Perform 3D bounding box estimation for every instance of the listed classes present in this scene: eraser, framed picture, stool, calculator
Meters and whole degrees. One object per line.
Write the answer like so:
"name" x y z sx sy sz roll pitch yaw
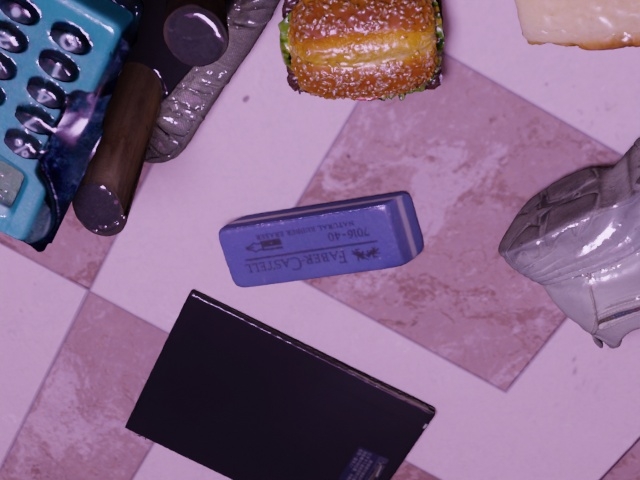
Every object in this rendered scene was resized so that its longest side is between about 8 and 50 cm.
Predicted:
"eraser" 0.000 0.000 1.310 0.225 0.036 0.082 -8 116 17
"framed picture" -0.058 0.228 1.470 0.339 0.014 0.255 26 122 -3
"stool" -0.237 -0.214 1.129 0.310 0.226 0.310 32 120 -5
"calculator" -0.305 -0.144 1.021 0.248 0.058 0.274 30 120 -6

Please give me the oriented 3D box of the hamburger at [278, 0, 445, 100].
"hamburger" 0.040 -0.201 1.142 0.166 0.087 0.137 -2 111 5

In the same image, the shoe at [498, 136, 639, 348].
"shoe" 0.376 -0.004 1.177 0.342 0.132 0.210 -28 114 29

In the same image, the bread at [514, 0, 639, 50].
"bread" 0.303 -0.296 0.896 0.279 0.279 0.207 -3 124 36
